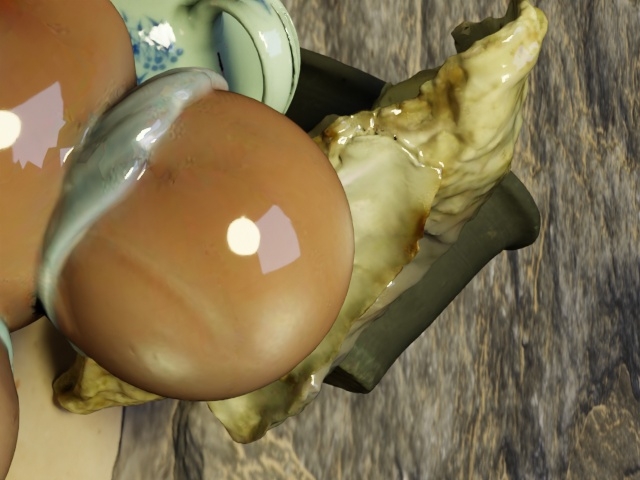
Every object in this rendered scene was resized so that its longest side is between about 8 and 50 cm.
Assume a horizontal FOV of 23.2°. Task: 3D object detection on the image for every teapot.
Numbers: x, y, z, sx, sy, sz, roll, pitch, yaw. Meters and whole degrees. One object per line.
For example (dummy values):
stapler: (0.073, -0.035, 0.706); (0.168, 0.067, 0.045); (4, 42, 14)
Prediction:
teapot: (-0.096, -0.110, 0.775); (0.159, 0.232, 0.159); (-28, 132, -36)

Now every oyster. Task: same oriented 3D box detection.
oyster: (-0.004, 0.004, 0.793); (0.110, 0.341, 0.166); (42, 17, -10)

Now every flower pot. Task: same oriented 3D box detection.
flower pot: (0.000, 0.000, 0.955); (0.148, 0.235, 0.235); (-62, 144, -11)

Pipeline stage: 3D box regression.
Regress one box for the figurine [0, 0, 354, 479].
figurine: (-0.169, -0.094, 0.594); (0.248, 0.277, 0.388); (53, -16, 54)
